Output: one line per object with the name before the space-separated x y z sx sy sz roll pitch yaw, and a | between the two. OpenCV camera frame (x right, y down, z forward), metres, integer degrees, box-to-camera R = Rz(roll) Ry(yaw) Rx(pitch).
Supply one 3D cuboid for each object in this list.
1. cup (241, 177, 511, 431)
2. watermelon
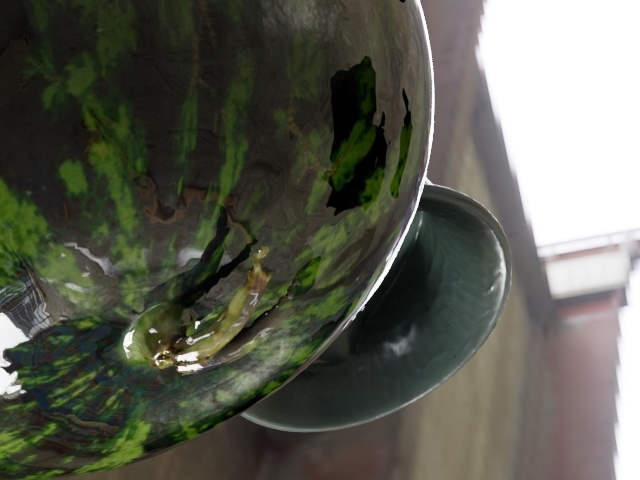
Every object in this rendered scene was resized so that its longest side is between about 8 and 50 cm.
cup | 0.000 0.000 1.150 0.150 0.199 0.199 61 -179 43
watermelon | -0.100 -0.044 0.604 0.269 0.269 0.269 -11 -90 -73
